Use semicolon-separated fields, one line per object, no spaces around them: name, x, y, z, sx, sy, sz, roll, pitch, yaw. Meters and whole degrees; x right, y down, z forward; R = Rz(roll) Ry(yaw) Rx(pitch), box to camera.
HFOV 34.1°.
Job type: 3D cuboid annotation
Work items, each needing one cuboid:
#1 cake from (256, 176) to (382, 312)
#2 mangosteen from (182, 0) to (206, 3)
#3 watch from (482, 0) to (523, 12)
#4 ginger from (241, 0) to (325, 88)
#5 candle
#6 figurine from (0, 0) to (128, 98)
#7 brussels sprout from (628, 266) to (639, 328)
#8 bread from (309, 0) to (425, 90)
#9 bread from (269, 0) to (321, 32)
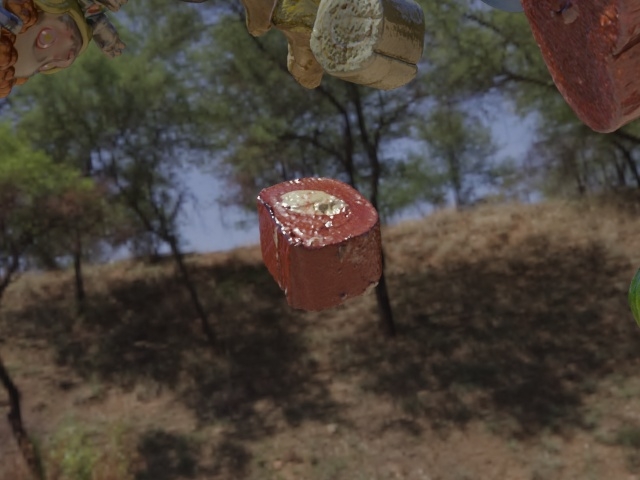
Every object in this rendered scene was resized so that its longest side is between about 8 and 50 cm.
cake;0.000;0.000;1.829;0.177;0.150;0.283;-11;28;-17
mangosteen;-0.133;-0.361;1.176;0.172;0.172;0.184;2;-48;-49
watch;0.335;-0.444;1.541;0.274;0.305;0.241;-36;9;-24
ginger;-0.028;-0.450;2.136;0.376;0.166;0.236;19;-46;0
candle;0.329;-0.304;1.303;0.131;0.287;0.317;-25;-34;-8
figurine;-0.375;-0.339;1.482;0.382;0.205;0.224;-23;-11;-37
brussels sprout;0.440;0.085;1.252;0.117;0.155;0.155;-40;-13;1
bread;0.069;-0.302;1.527;0.134;0.148;0.141;1;-1;33
bread;0.015;-0.446;1.778;0.161;0.233;0.088;14;-10;2
